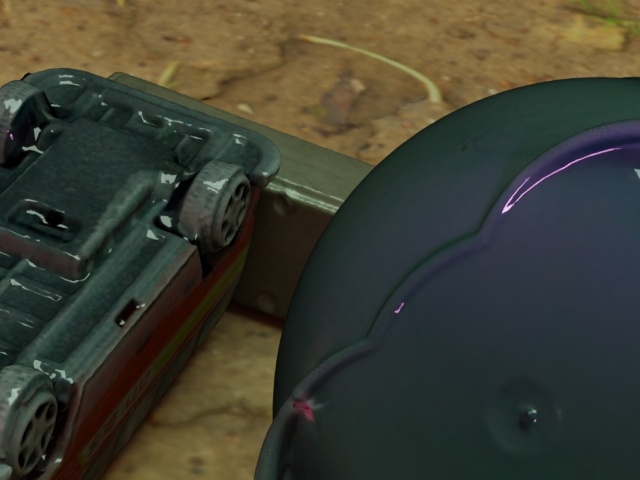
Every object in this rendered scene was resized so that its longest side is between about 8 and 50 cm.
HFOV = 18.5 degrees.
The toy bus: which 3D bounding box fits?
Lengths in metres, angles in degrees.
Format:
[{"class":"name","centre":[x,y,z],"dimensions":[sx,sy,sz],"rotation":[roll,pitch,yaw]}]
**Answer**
[{"class":"toy bus","centre":[-0.121,0.042,0.774],"dimensions":[0.121,0.120,0.265],"rotation":[20,39,13]}]

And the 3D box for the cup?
[{"class":"cup","centre":[0.138,0.035,0.657],"dimensions":[0.219,0.289,0.257],"rotation":[53,20,20]}]

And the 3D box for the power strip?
[{"class":"power strip","centre":[0.000,0.000,0.888],"dimensions":[0.272,0.078,0.052],"rotation":[20,38,13]}]
